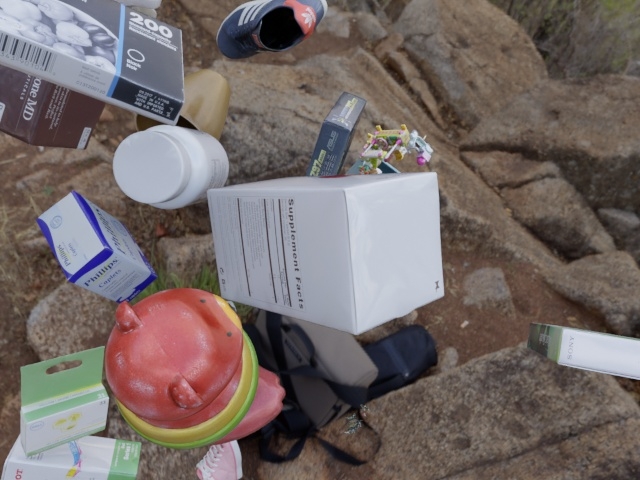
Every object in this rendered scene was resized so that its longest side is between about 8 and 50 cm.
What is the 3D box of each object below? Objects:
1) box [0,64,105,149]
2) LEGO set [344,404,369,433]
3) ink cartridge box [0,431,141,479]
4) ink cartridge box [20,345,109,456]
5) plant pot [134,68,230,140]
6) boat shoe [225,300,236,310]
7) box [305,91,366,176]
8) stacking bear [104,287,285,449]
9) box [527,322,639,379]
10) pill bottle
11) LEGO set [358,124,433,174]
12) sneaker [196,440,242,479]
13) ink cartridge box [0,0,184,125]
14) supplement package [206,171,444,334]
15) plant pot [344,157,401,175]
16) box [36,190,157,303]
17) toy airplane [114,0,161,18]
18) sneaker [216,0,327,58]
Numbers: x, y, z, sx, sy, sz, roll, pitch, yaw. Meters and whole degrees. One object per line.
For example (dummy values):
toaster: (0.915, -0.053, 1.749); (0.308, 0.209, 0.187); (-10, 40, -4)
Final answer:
box: (-0.496, -0.272, 0.908); (0.203, 0.168, 0.167); (25, 9, 4)
LEGO set: (0.090, 0.441, 1.316); (0.083, 0.023, 0.054); (-38, 26, -7)
ink cartridge box: (-0.594, 0.574, 1.278); (0.278, 0.201, 0.117); (15, 18, -17)
ink cartridge box: (-0.550, 0.348, 1.165); (0.171, 0.235, 0.056); (-10, 43, -39)
plant pot: (-0.370, -0.380, 1.585); (0.237, 0.237, 0.254); (21, 57, 8)
boat shoe: (-0.215, 0.210, 0.874); (0.113, 0.340, 0.127); (-5, 62, -25)
box: (0.017, -0.167, 1.105); (0.059, 0.232, 0.183); (21, 35, 1)
stacking bear: (-0.136, 0.131, 0.555); (0.164, 0.289, 0.175); (-31, 75, -16)
box: (0.475, 0.180, 0.862); (0.233, 0.322, 0.058); (8, 84, 15)
pill bottle: (-0.234, -0.117, 0.861); (0.131, 0.131, 0.229); (13, 9, 1)
LEGO set: (0.148, -0.207, 1.389); (0.132, 0.287, 0.107); (45, 64, -14)
sneaker: (-0.170, 0.360, 0.886); (0.070, 0.134, 0.051); (-16, 37, -24)
ink cartridge box: (-0.257, -0.239, 0.603); (0.206, 0.045, 0.208); (15, 42, -33)
supplement package: (0.000, 0.000, 0.758); (0.178, 0.175, 0.293); (-14, 14, -41)
plant pot: (0.144, -0.087, 1.745); (0.247, 0.252, 0.247); (34, 50, -20)
box: (-0.332, 0.014, 0.811); (0.072, 0.137, 0.126); (-40, 64, -2)
toy airplane: (-0.314, -0.493, 0.861); (0.273, 0.385, 0.384); (24, 9, 0)
sneaker: (-0.152, -0.528, 1.367); (0.350, 0.131, 0.148); (-11, 45, 39)
